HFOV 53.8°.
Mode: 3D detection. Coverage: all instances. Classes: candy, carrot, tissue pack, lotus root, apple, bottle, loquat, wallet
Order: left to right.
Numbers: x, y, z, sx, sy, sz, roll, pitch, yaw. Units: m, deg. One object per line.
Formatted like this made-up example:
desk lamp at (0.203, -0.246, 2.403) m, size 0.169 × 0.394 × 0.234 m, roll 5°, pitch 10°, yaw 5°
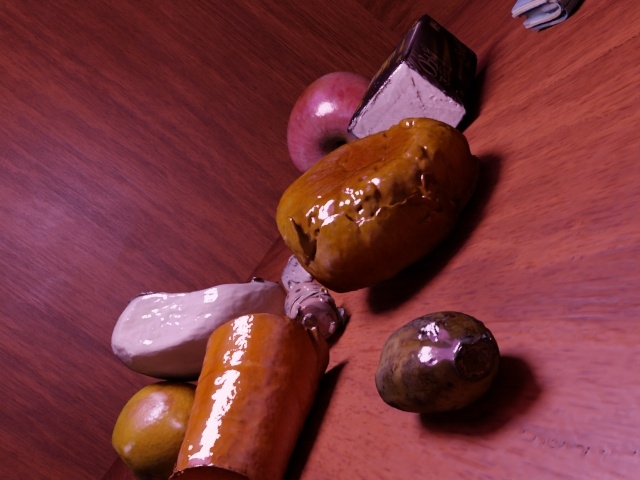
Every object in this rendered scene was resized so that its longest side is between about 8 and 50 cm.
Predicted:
loquat at (-0.301, 0.381, 1.305) m, size 0.246 × 0.213 × 0.213 m, roll -43°, pitch 5°, yaw -16°
candy at (-0.246, 0.212, 1.405) m, size 0.386 × 0.186 × 0.427 m, roll -14°, pitch -14°, yaw 1°
carrot at (-0.091, 0.250, 0.878) m, size 0.196 × 0.196 × 0.254 m, roll -47°, pitch 21°, yaw 35°
bottle at (-0.011, 0.130, 1.102) m, size 0.099 × 0.099 × 0.152 m, roll -53°, pitch 10°, yaw -1°
apple at (0.066, -0.314, 1.782) m, size 0.345 × 0.345 × 0.269 m, roll -46°, pitch 18°, yaw 36°
tissue pack at (0.219, -0.328, 1.408) m, size 0.210 × 0.198 × 0.370 m, roll -44°, pitch 12°, yaw 35°
lotus root at (0.104, 0.113, 0.573) m, size 0.179 × 0.080 × 0.089 m, roll 135°, pitch 156°, yaw -65°
wallet at (0.487, -0.524, 1.197) m, size 0.250 × 0.075 × 0.176 m, roll -52°, pitch 12°, yaw 0°

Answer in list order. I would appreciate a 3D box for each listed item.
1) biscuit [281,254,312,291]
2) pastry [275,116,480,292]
biscuit at (0.000, 0.000, 1.624) m, size 0.281 × 0.084 × 0.179 m, roll -49°, pitch 9°, yaw 27°
pastry at (0.083, -0.066, 0.997) m, size 0.356 × 0.164 × 0.356 m, roll -33°, pitch 22°, yaw 15°
